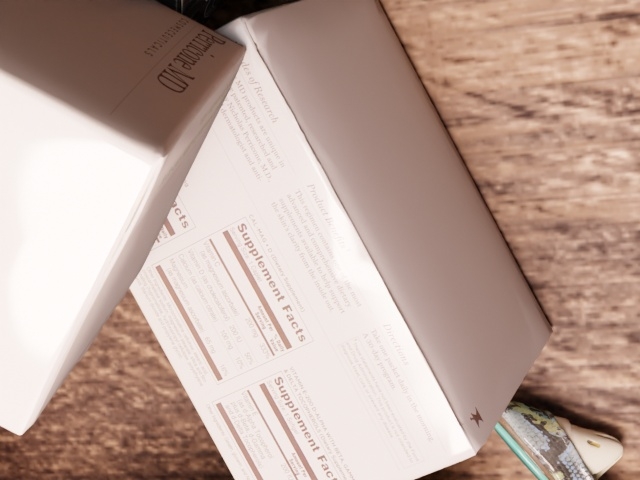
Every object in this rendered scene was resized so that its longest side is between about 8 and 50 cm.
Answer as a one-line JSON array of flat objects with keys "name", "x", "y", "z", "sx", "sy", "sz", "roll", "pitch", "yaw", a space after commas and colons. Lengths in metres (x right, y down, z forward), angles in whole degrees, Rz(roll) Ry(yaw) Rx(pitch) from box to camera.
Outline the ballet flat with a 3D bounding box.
[{"name": "ballet flat", "x": 0.182, "y": 0.164, "z": 0.902, "sx": 0.070, "sy": 0.070, "sz": 0.188, "roll": -36, "pitch": 93, "yaw": 25}]

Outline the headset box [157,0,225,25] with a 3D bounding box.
[{"name": "headset box", "x": -0.090, "y": -0.279, "z": 0.747, "sx": 0.246, "sy": 0.131, "sz": 0.283, "roll": 37, "pitch": 73, "yaw": 6}]

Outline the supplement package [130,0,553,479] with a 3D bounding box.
[{"name": "supplement package", "x": 0.000, "y": 0.000, "z": 0.836, "sx": 0.145, "sy": 0.204, "sz": 0.262, "roll": -26, "pitch": 95, "yaw": 26}]

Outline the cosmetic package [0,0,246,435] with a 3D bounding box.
[{"name": "cosmetic package", "x": -0.239, "y": -0.089, "z": 0.640, "sx": 0.365, "sy": 0.197, "sz": 0.155, "roll": 26, "pitch": 112, "yaw": -4}]
